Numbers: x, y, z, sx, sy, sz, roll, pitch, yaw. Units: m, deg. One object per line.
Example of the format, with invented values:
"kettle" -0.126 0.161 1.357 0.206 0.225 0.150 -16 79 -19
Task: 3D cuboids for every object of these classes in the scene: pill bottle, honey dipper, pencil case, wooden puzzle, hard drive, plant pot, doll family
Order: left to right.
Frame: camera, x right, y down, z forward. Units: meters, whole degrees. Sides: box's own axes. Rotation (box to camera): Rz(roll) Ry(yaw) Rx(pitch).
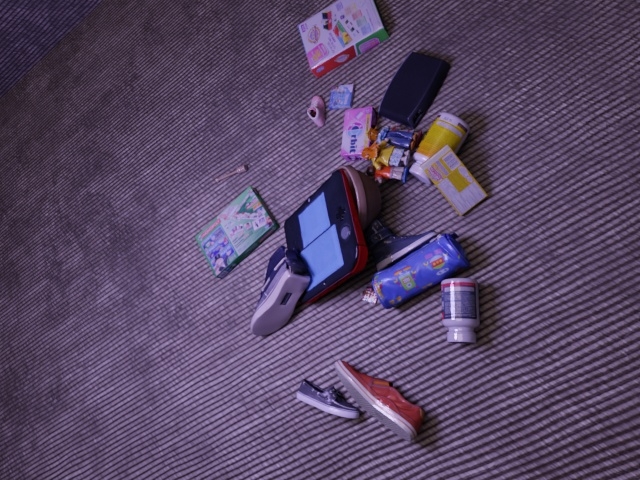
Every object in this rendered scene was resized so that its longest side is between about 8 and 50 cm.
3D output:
"honey dipper" -0.370 -0.271 2.035 0.161 0.030 0.030 -19 68 24
"plant pot" 0.130 -0.137 1.654 0.110 0.237 0.237 -10 66 -16
"wooden puzzle" 0.168 0.180 1.635 0.083 0.006 0.049 17 84 30
"doll family" 0.225 -0.315 1.636 0.163 0.118 0.262 12 59 22
"hard drive" 0.317 -0.531 1.726 0.172 0.054 0.254 31 92 31
"pencil case" 0.300 0.091 1.519 0.306 0.119 0.133 -32 100 17
"pill bottle" 0.376 -0.292 1.592 0.117 0.117 0.215 33 93 31
"pill bottle" 0.407 0.205 1.441 0.108 0.108 0.180 -5 73 27

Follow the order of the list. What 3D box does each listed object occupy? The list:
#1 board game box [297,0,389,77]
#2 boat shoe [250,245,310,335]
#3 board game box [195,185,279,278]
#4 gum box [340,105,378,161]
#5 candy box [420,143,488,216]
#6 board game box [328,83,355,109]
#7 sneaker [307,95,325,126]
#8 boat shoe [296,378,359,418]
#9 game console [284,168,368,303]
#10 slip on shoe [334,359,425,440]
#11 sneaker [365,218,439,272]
"board game box" 0.082 -0.812 1.925 0.317 0.064 0.242 -23 67 21
"boat shoe" -0.153 0.173 1.727 0.340 0.127 0.158 -54 38 28
"board game box" -0.330 -0.032 1.937 0.317 0.046 0.213 -41 61 13
"gum box" 0.140 -0.374 1.772 0.107 0.062 0.188 -1 76 28
"candy box" 0.411 -0.185 1.531 0.105 0.027 0.206 -38 98 16
"board game box" 0.080 -0.542 1.876 0.090 0.020 0.090 3 77 27
"sneaker" -0.018 -0.506 1.890 0.051 0.070 0.134 -16 68 26
"boat shoe" 0.026 0.500 1.586 0.229 0.080 0.076 9 82 37
"game console" 0.000 0.000 1.647 0.386 0.060 0.341 -39 58 47
"slip on shoe" 0.173 0.465 1.506 0.331 0.123 0.101 30 59 36
"sneaker" 0.251 -0.017 1.600 0.226 0.086 0.163 -30 66 18
